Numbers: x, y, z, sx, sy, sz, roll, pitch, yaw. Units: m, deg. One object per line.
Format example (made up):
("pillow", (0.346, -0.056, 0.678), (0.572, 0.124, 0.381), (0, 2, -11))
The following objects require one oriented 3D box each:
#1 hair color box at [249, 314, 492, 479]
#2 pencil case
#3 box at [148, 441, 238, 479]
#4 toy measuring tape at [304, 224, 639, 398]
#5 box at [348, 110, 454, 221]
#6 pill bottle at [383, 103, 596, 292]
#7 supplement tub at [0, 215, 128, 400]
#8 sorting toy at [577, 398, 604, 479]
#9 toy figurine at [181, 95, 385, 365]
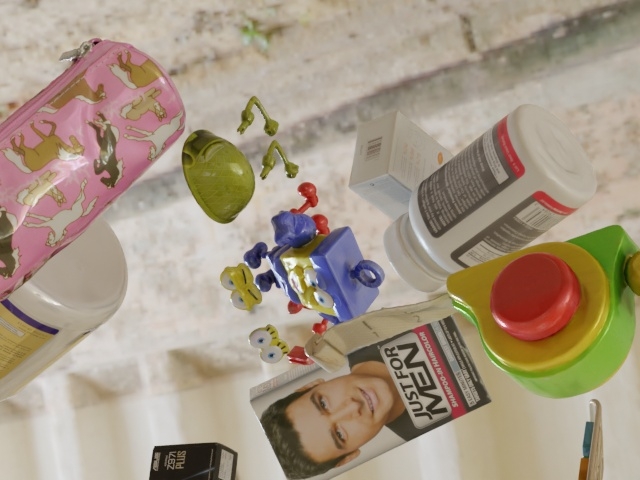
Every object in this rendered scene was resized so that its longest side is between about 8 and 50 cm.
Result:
("hair color box", (0.083, 0.267, 2.036), (0.374, 0.185, 0.113), (-26, -174, 0))
("pencil case", (-0.334, -0.070, 1.368), (0.386, 0.167, 0.160), (-47, -179, -22))
("box", (-0.241, 0.471, 2.179), (0.147, 0.180, 0.077), (-8, 152, 28))
("toy measuring tape", (0.130, 0.083, 0.940), (0.330, 0.121, 0.121), (-21, 171, 27))
("box", (0.142, -0.114, 1.994), (0.091, 0.130, 0.170), (-17, 141, 40))
("pill bottle", (0.249, -0.052, 1.815), (0.318, 0.176, 0.176), (-39, 160, 34))
("supplement tub", (-0.463, 0.089, 1.700), (0.331, 0.241, 0.241), (-36, 163, 30))
("sorting toy", (0.465, 0.407, 2.027), (0.038, 0.208, 0.193), (0, 136, 15))
("toy figurine", (0.000, 0.000, 1.490), (0.217, 0.362, 0.191), (6, -142, 46))
